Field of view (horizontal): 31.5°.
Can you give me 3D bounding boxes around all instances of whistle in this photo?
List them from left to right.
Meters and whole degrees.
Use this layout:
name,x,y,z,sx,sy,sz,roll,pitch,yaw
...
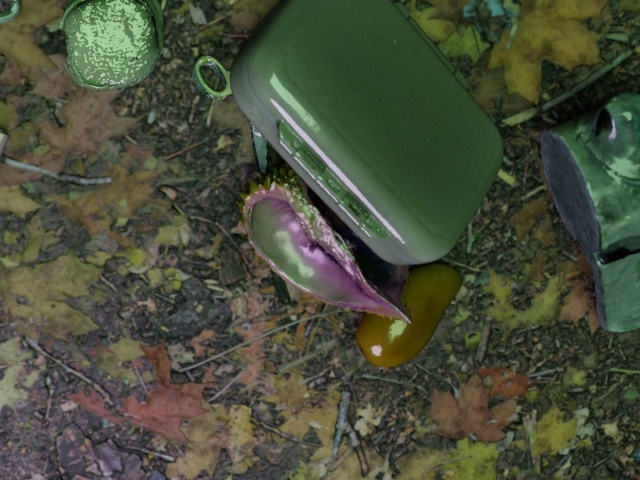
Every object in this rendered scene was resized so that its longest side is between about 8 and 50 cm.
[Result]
name,x,y,z,sx,sy,sz,roll,pitch,yaw
whistle,0.441,-0.031,1.590,0.168,0.188,0.405,-22,111,-3

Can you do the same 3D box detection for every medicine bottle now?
name,x,y,z,sx,sy,sz,roll,pitch,yaw
medicine bottle,0.067,-0.159,1.466,0.375,0.123,0.282,46,61,-20

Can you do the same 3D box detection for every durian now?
name,x,y,z,sx,sy,sz,roll,pitch,yaw
durian,-0.004,-0.005,1.553,0.186,0.154,0.260,-19,115,19

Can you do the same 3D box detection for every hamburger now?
name,x,y,z,sx,sy,sz,roll,pitch,yaw
hamburger,-0.265,-0.263,1.450,0.133,0.062,0.140,4,109,-11

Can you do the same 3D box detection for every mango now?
name,x,y,z,sx,sy,sz,roll,pitch,yaw
mango,0.128,0.104,1.633,0.184,0.085,0.102,-46,110,0

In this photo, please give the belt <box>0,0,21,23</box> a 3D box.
name,x,y,z,sx,sy,sz,roll,pitch,yaw
belt,-0.415,-0.329,1.329,0.295,0.207,0.161,-18,107,-20

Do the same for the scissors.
name,x,y,z,sx,sy,sz,roll,pitch,yaw
scissors,-0.085,-0.174,1.524,0.133,0.020,0.187,-15,115,14

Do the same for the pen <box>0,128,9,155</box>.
name,x,y,z,sx,sy,sz,roll,pitch,yaw
pen,-0.472,-0.064,1.494,0.053,0.032,0.197,29,98,-19

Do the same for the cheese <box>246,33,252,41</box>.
name,x,y,z,sx,sy,sz,roll,pitch,yaw
cheese,-0.043,-0.235,1.519,0.067,0.026,0.121,-33,110,1
